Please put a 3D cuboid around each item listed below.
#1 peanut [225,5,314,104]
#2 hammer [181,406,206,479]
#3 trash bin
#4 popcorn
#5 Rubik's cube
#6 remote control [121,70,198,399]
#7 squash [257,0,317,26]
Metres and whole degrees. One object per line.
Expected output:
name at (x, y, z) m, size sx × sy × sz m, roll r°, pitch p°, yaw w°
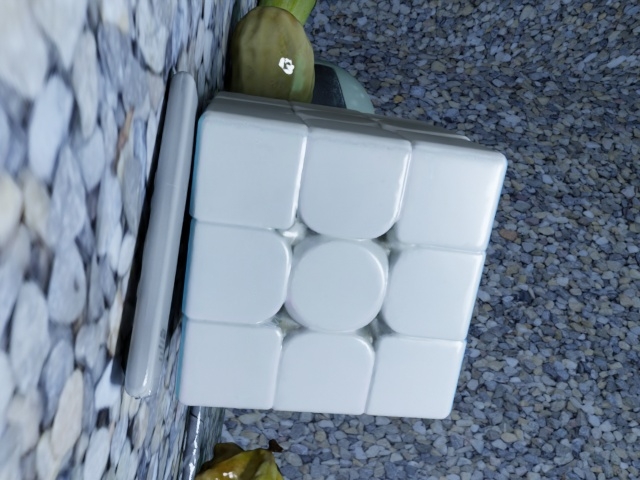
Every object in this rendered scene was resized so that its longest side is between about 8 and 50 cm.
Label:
peanut at (-0.080, -0.198, 0.951) m, size 0.147 × 0.147 × 0.319 m, roll -88°, pitch -175°, yaw -56°
hammer at (-0.213, 0.377, 1.003) m, size 0.152 × 0.044 × 0.427 m, roll 117°, pitch -20°, yaw -75°
trash bin at (-0.044, -0.230, 1.467) m, size 0.432 × 0.280 × 0.280 m, roll 130°, pitch -32°, yaw -73°
popcorn at (-0.173, 0.562, 1.284) m, size 0.297 × 0.281 × 0.316 m, roll 30°, pitch -30°, yaw 47°
Rubik's cube at (0.000, 0.000, 0.710) m, size 0.292 × 0.291 × 0.290 m, roll -114°, pitch -149°, yaw -70°
remote control at (-0.129, -0.007, 0.495) m, size 0.067 × 0.029 × 0.261 m, roll 119°, pitch -24°, yaw -75°
squash at (-0.075, -0.473, 1.296) m, size 0.137 × 0.137 × 0.287 m, roll 103°, pitch -5°, yaw -50°
